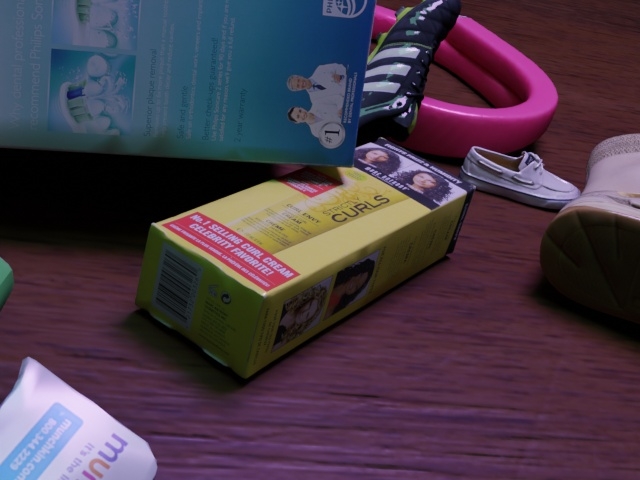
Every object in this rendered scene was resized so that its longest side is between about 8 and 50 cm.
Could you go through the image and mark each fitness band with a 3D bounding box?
[{"bbox_3d":[0.090,-0.160,0.952,0.209,0.054,0.291,-3,34,-30],"label":"fitness band"}]

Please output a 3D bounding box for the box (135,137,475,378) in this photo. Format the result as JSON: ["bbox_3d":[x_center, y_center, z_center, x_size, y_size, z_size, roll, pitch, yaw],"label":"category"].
[{"bbox_3d":[0.000,0.000,0.631,0.087,0.058,0.232,31,33,25],"label":"box"}]

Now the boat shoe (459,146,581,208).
[{"bbox_3d":[0.162,-0.053,0.823,0.100,0.035,0.035,15,29,-1],"label":"boat shoe"}]

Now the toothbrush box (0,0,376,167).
[{"bbox_3d":[-0.139,-0.136,0.669,0.295,0.126,0.216,1,18,-17],"label":"toothbrush box"}]

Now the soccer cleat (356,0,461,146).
[{"bbox_3d":[0.059,-0.122,0.806,0.072,0.060,0.179,40,76,17],"label":"soccer cleat"}]

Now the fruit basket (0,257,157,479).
[{"bbox_3d":[-0.260,0.091,0.237,0.327,0.165,0.353,34,54,-1],"label":"fruit basket"}]

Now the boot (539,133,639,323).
[{"bbox_3d":[0.299,0.010,0.731,0.262,0.095,0.203,20,28,15],"label":"boot"}]
